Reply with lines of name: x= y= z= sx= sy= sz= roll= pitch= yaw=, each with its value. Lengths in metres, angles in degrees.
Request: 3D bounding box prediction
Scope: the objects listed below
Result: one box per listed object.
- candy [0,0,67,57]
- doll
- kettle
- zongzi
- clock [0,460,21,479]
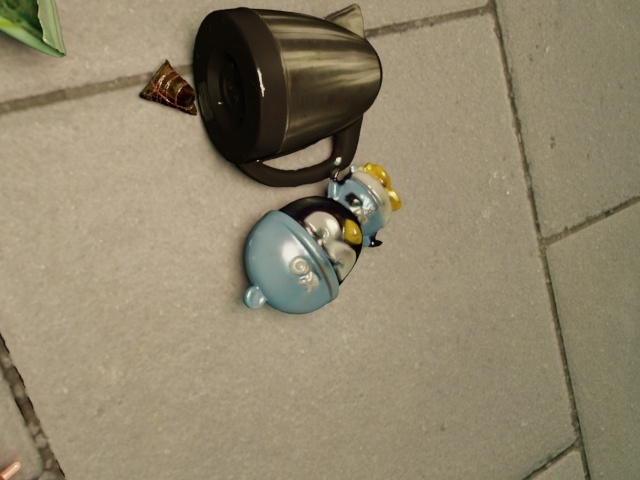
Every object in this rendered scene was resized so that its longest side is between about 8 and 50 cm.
candy: x=-0.489 y=-0.311 z=0.556 sx=0.398 sy=0.172 sz=0.262 roll=-10 pitch=94 yaw=-12
doll: x=0.000 y=0.000 z=0.828 sx=0.314 sy=0.141 sz=0.177 roll=-41 pitch=114 yaw=-21
kettle: x=-0.017 y=-0.216 z=0.773 sx=0.271 sy=0.207 sz=0.250 roll=-19 pitch=96 yaw=-31
zongzi: x=-0.206 y=-0.208 z=0.764 sx=0.083 sy=0.073 sz=0.067 roll=30 pitch=78 yaw=15
clock: x=-0.467 y=0.374 z=0.609 sx=0.241 sy=0.142 sz=0.227 roll=14 pitch=85 yaw=-45
